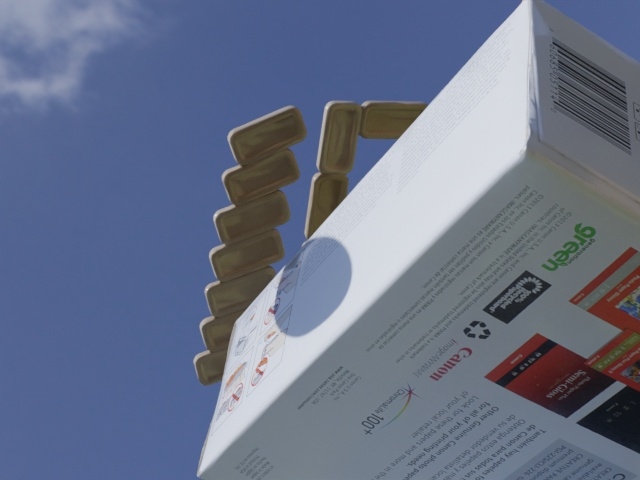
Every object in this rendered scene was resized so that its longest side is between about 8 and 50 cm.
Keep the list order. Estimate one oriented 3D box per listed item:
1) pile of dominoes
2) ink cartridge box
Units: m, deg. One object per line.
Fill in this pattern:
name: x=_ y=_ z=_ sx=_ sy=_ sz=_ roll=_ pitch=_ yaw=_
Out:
pile of dominoes: x=0.000 y=0.000 z=1.009 sx=0.196 sy=0.040 sz=0.251 roll=0 pitch=-65 yaw=-22
ink cartridge box: x=0.127 y=0.068 z=0.703 sx=0.272 sy=0.130 sz=0.309 roll=29 pitch=-49 yaw=-17
